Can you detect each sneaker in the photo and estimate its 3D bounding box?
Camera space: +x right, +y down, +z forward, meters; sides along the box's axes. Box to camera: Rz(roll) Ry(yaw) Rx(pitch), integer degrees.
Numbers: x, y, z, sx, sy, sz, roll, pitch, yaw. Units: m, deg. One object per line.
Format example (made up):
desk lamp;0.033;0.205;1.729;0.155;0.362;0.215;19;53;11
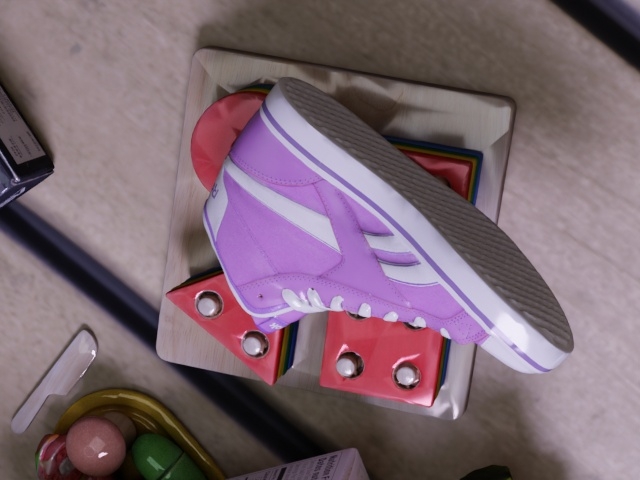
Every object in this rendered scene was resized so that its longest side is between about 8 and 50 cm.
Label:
sneaker;0.039;0.029;1.286;0.282;0.102;0.161;41;111;15

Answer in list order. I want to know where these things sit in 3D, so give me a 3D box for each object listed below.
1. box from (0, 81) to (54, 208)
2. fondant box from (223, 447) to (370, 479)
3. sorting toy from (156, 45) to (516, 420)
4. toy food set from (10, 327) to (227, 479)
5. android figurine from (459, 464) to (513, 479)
box;-0.452;-0.135;1.465;0.318;0.097;0.395;-33;92;16
fondant box;-0.088;0.321;1.410;0.330;0.096;0.238;-16;107;18
sorting toy;0.000;0.000;1.382;0.255;0.089;0.257;11;104;12
toy food set;-0.169;0.196;1.472;0.128;0.071;0.218;-43;88;18
android figurine;0.134;0.317;1.352;0.056;0.248;0.273;-2;109;52
